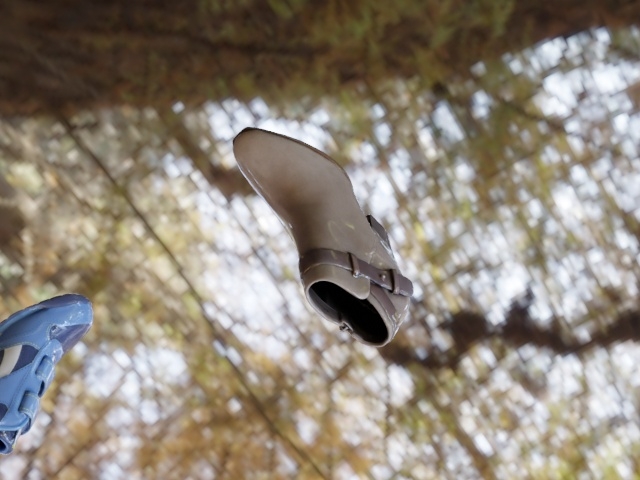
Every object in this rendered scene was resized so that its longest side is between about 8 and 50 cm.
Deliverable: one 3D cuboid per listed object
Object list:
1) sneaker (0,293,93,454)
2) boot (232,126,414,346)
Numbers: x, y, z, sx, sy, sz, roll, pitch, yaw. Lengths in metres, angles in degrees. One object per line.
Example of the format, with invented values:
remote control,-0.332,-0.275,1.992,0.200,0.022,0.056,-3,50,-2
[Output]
sneaker,-0.176,0.086,0.917,0.059,0.053,0.144,42,-119,14
boot,0.000,0.000,0.828,0.042,0.118,0.087,-45,-160,28
